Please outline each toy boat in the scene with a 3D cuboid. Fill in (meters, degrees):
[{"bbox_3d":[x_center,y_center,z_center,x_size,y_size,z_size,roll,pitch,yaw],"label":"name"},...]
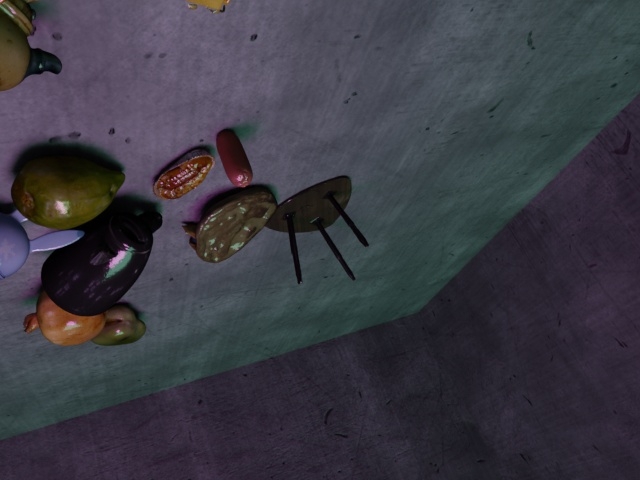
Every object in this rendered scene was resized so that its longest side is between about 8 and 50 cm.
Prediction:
[{"bbox_3d":[-0.366,-0.002,1.637,0.066,0.065,0.172,-32,152,-4],"label":"toy boat"}]

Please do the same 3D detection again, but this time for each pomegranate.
[{"bbox_3d":[-0.733,0.209,1.593,0.207,0.207,0.207,-20,155,-10],"label":"pomegranate"}]

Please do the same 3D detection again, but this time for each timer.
[{"bbox_3d":[-0.713,-0.012,1.243,0.255,0.175,0.175,-42,172,-42],"label":"timer"}]

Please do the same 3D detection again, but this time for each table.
[{"bbox_3d":[0.000,0.000,1.752,0.318,0.248,0.317,-20,155,-10],"label":"table"}]

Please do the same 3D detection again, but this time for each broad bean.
[{"bbox_3d":[-0.719,0.324,1.916,0.189,0.121,0.263,-13,156,-14],"label":"broad bean"}]

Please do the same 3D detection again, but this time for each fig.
[{"bbox_3d":[-0.536,-0.099,1.174,0.234,0.167,0.167,8,141,-39],"label":"fig"}]

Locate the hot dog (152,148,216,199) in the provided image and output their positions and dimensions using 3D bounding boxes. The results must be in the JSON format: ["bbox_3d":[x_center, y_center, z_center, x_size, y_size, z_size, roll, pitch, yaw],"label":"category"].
[{"bbox_3d":[-0.341,-0.161,1.352,0.192,0.053,0.099,-31,159,21],"label":"hot dog"}]

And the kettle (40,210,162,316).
[{"bbox_3d":[-0.539,0.026,1.413,0.290,0.207,0.268,-39,-172,25],"label":"kettle"}]

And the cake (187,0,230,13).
[{"bbox_3d":[-0.171,-0.455,0.698,0.286,0.227,0.222,0,146,-42],"label":"cake"}]

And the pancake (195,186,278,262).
[{"bbox_3d":[-0.252,-0.049,1.606,0.295,0.049,0.294,-33,157,-16],"label":"pancake"}]

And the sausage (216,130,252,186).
[{"bbox_3d":[-0.205,-0.194,1.287,0.062,0.154,0.062,-18,150,-11],"label":"sausage"}]

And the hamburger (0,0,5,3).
[{"bbox_3d":[-0.396,-0.434,0.628,0.144,0.156,0.283,14,134,-25],"label":"hamburger"}]

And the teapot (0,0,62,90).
[{"bbox_3d":[-0.502,-0.325,0.778,0.182,0.173,0.269,-55,134,-11],"label":"teapot"}]
